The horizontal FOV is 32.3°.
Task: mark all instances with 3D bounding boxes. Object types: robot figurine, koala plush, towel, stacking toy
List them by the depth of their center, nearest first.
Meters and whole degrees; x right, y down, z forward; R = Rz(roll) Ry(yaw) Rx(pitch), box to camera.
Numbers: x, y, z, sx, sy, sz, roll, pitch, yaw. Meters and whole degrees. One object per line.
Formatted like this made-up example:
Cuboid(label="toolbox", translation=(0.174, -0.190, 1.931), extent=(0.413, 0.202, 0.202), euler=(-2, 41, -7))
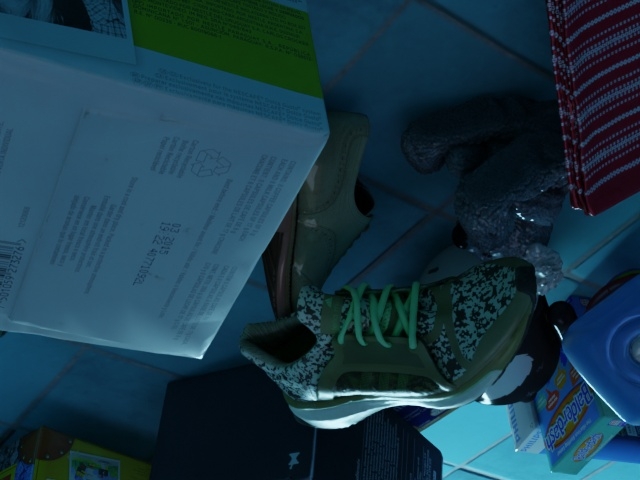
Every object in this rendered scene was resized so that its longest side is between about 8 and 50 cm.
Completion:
Cuboid(label="towel", translation=(0.336, -0.178, 1.177), extent=(0.199, 0.031, 0.275), euler=(-25, 121, -18))
Cuboid(label="koala plush", translation=(0.228, -0.045, 1.325), extent=(0.203, 0.196, 0.221), euler=(-24, 137, -10))
Cuboid(label="stacking toy", translation=(0.432, 0.098, 1.482), extent=(0.175, 0.302, 0.166), euler=(-40, 91, 20))
Cuboid(label="robot figurine", translation=(0.233, 0.121, 1.524), extent=(0.209, 0.173, 0.278), euler=(-30, 138, 0))

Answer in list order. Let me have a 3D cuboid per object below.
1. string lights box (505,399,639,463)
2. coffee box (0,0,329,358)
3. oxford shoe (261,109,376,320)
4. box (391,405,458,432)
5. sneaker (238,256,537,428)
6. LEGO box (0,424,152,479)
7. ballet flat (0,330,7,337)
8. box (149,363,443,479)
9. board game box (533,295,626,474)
Cuboid(label="string lights box", translation=(0.427, 0.274, 1.763), extent=(0.260, 0.133, 0.077), euler=(9, 138, -18))
Cuboid(label="coffee box", translation=(-0.224, -0.136, 1.037), extent=(0.338, 0.334, 0.337), euler=(11, 136, -23))
Cuboid(label="oxford shoe", translation=(0.000, 0.000, 1.385), extent=(0.146, 0.140, 0.397), euler=(-9, 143, -7))
Cuboid(label="box", translation=(0.106, 0.246, 1.765), extent=(0.225, 0.036, 0.136), euler=(27, 130, -31))
Cuboid(label="sneaker", translation=(0.060, 0.108, 1.272), extent=(0.182, 0.158, 0.410), euler=(31, 138, -33))
Cuboid(label="LEGO box", translation=(-0.371, 0.523, 1.873), extent=(0.500, 0.193, 0.372), euler=(29, 137, -34))
Cuboid(label="ballet flat", translation=(-0.412, 0.057, 1.452), extent=(0.070, 0.070, 0.188), euler=(22, 128, -29))
Cuboid(label="box", translation=(-0.027, 0.369, 1.719), extent=(0.293, 0.212, 0.395), euler=(-15, 141, 28))
Cuboid(label="board game box", translation=(0.371, 0.212, 1.624), extent=(0.047, 0.210, 0.160), euler=(9, 137, -18))
